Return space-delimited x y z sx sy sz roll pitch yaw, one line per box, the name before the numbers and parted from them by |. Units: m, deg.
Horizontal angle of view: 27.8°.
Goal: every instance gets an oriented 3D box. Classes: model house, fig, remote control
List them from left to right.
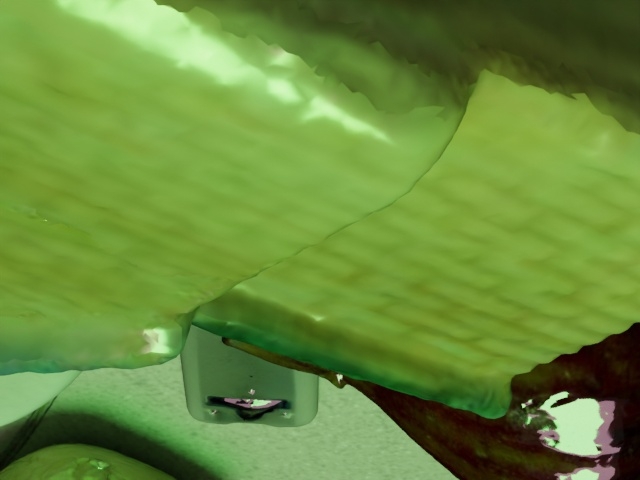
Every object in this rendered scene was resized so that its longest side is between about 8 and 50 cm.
remote control | -0.056 0.053 0.943 0.109 0.055 0.313 2 139 1
model house | -0.023 -0.098 0.601 0.382 0.334 0.343 22 146 -27
fig | 0.091 0.079 0.862 0.321 0.217 0.217 0 139 14

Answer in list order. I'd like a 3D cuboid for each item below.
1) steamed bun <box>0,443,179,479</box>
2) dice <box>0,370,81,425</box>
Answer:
steamed bun | -0.209 0.275 1.132 0.232 0.166 0.273 32 120 -20
dice | -0.227 -0.010 0.778 0.194 0.191 0.193 31 133 -30
